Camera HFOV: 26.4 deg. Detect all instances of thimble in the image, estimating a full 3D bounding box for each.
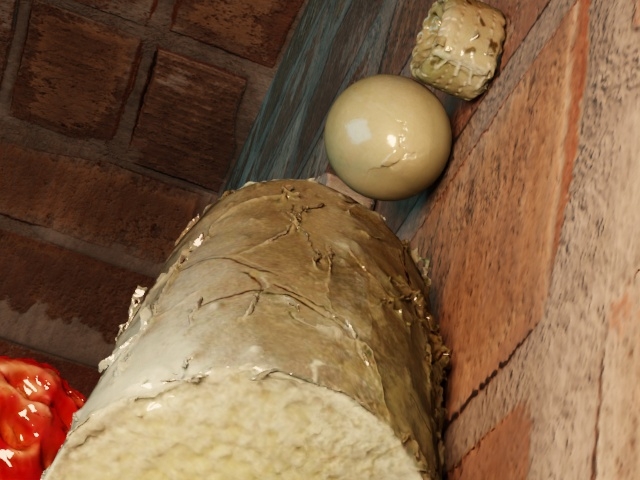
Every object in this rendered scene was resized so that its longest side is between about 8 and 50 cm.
[{"bbox_3d":[0.121,-0.170,1.190,0.110,0.062,0.084,-98,30,-72],"label":"thimble"}]

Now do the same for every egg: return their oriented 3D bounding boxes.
[{"bbox_3d":[0.061,-0.092,1.222,0.152,0.114,0.114,-114,44,-75],"label":"egg"}]

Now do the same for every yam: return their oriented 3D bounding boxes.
[{"bbox_3d":[-0.035,0.106,0.933,0.348,0.241,0.241,-76,8,-63],"label":"yam"}]

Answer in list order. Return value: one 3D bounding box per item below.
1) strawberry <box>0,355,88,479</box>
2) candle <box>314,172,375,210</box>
[{"bbox_3d":[-0.222,0.251,0.950,0.295,0.317,0.345,33,123,49],"label":"strawberry"},{"bbox_3d":[0.000,0.000,1.575,0.168,0.068,0.192,-84,19,-62],"label":"candle"}]
